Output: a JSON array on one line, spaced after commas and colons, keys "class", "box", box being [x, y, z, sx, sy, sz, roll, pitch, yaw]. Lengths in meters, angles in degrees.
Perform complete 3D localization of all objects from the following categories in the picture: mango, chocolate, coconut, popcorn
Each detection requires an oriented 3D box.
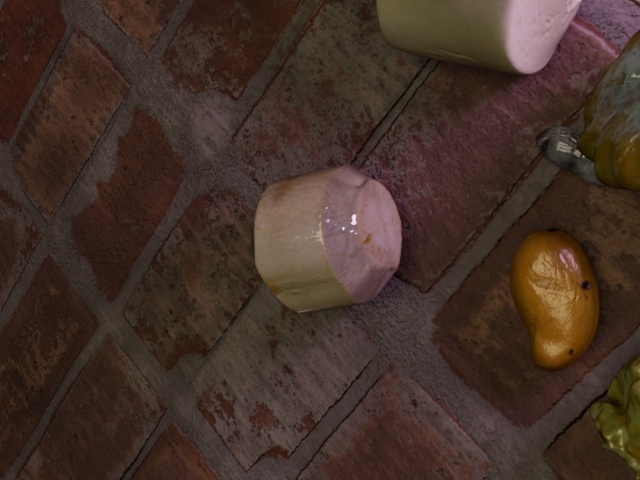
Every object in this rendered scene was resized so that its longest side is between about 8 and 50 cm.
[{"class": "mango", "box": [0.431, 0.107, 1.357, 0.157, 0.109, 0.262, -4, 93, 22]}, {"class": "chocolate", "box": [0.472, -0.156, 1.349, 0.167, 0.072, 0.072, 35, 107, 26]}, {"class": "coconut", "box": [0.000, 0.000, 1.519, 0.323, 0.323, 0.323, 0, 90, 32]}, {"class": "popcorn", "box": [0.569, 0.275, 1.174, 0.270, 0.257, 0.224, 125, 128, -62]}]

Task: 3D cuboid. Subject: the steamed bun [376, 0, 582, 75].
[{"class": "steamed bun", "box": [0.294, -0.551, 1.329, 0.371, 0.290, 0.456, 23, 102, 30]}]

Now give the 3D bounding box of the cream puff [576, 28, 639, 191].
[{"class": "cream puff", "box": [0.580, -0.190, 1.193, 0.274, 0.269, 0.323, -33, 28, 59]}]
